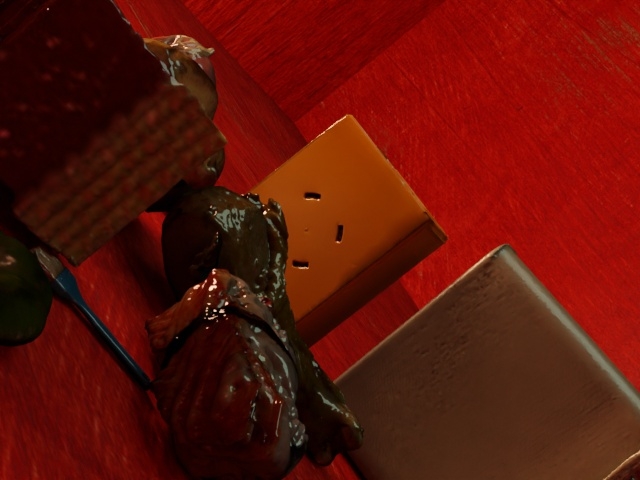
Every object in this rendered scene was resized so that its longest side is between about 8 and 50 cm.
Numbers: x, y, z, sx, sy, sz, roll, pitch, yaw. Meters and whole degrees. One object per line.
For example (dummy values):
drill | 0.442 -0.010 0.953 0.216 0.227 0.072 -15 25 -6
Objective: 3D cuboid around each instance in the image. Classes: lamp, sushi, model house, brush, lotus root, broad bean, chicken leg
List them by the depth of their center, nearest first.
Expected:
broad bean | -0.259 0.021 0.996 0.144 0.049 0.292 46 4 2
brush | -0.203 0.069 1.233 0.164 0.014 0.051 51 8 -8
model house | -0.218 -0.108 1.245 0.254 0.196 0.160 50 -3 -21
sushi | -0.085 0.126 1.260 0.130 0.124 0.332 53 7 -26
lotus root | -0.188 -0.124 1.585 0.193 0.193 0.291 52 -2 4
chicken leg | -0.072 0.080 1.586 0.211 0.140 0.361 -87 153 -49
lamp | -0.236 -0.218 2.057 0.215 0.151 0.223 -114 -152 -45

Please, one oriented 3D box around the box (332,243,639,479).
box | 0.225 0.240 1.776 0.344 0.352 0.177 52 6 14

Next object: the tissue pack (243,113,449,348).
tissue pack | 0.000 0.000 1.848 0.194 0.274 0.145 55 6 19
